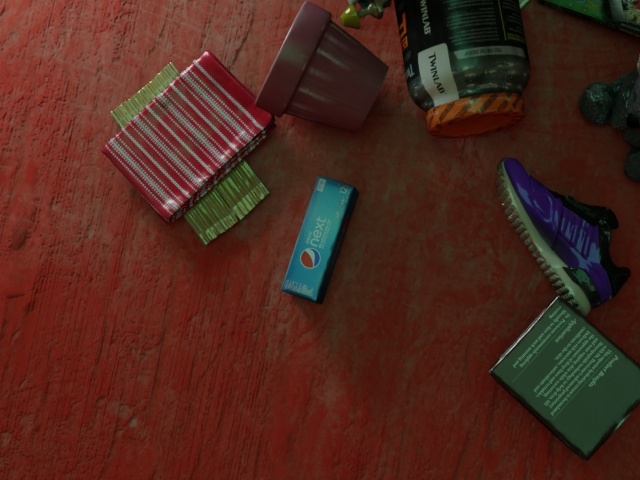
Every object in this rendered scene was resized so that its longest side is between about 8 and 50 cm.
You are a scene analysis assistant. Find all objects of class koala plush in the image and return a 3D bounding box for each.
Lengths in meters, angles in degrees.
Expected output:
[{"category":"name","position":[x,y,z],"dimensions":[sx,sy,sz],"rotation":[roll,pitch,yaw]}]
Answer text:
[{"category":"koala plush","position":[0.550,-0.229,1.710],"dimensions":[0.203,0.221,0.196],"rotation":[-35,79,3]}]

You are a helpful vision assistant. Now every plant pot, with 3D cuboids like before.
[{"category":"plant pot","position":[0.009,-0.281,1.827],"dimensions":[0.180,0.201,0.201],"rotation":[26,88,-4]}]

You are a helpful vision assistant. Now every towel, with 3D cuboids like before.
[{"category":"towel","position":[-0.235,-0.188,1.907],"dimensions":[0.275,0.031,0.199],"rotation":[-43,78,2]}]

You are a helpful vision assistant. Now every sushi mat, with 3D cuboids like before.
[{"category":"sushi mat","position":[-0.238,-0.157,1.929],"dimensions":[0.151,0.019,0.317],"rotation":[-37,80,2]}]

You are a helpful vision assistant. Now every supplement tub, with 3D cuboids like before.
[{"category":"supplement tub","position":[0.234,-0.354,1.784],"dimensions":[0.207,0.207,0.338],"rotation":[-9,81,8]}]

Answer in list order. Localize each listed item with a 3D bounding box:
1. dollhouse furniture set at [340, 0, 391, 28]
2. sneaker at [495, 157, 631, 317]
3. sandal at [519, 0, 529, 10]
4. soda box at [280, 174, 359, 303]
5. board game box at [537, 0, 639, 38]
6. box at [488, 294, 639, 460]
[{"category":"dollhouse furniture set","position":[-0.005,-0.501,1.684],"dimensions":[0.198,0.286,0.303],"rotation":[-20,84,-5]},{"category":"sneaker","position":[0.411,-0.028,1.777],"dimensions":[0.146,0.102,0.293],"rotation":[-31,84,0]},{"category":"sandal","position":[0.366,-0.505,1.845],"dimensions":[0.088,0.079,0.240],"rotation":[35,89,11]},{"category":"soda box","position":[0.000,0.000,1.845],"dimensions":[0.067,0.071,0.210],"rotation":[18,86,11]},{"category":"board game box","position":[0.512,-0.424,1.807],"dimensions":[0.259,0.030,0.136],"rotation":[28,90,26]},{"category":"box","position":[0.396,0.218,1.707],"dimensions":[0.203,0.167,0.168],"rotation":[43,91,11]}]
